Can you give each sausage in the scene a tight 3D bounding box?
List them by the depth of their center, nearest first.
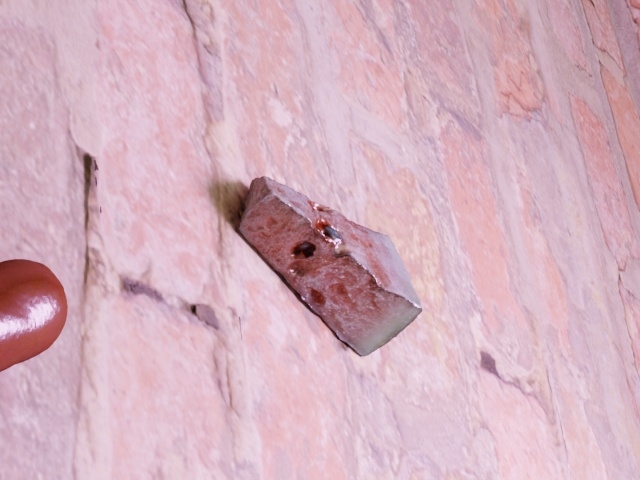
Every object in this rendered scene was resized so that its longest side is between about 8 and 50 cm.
[{"bbox_3d":[-0.248,0.062,1.041,0.077,0.077,0.194,65,26,0],"label":"sausage"}]

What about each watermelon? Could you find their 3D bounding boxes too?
[{"bbox_3d":[0.000,0.000,1.521,0.241,0.094,0.154,34,33,-41],"label":"watermelon"}]
